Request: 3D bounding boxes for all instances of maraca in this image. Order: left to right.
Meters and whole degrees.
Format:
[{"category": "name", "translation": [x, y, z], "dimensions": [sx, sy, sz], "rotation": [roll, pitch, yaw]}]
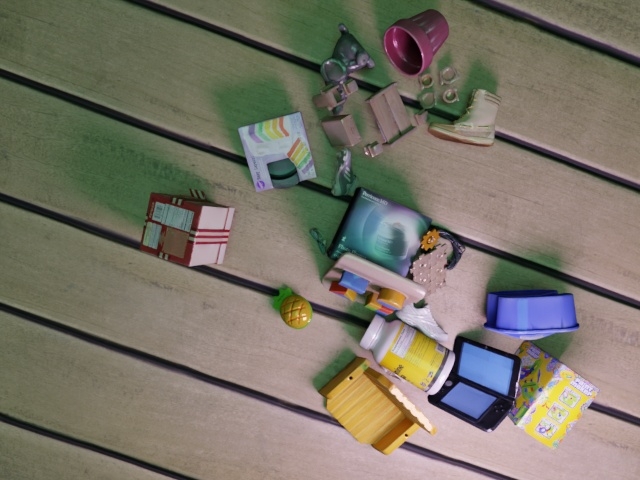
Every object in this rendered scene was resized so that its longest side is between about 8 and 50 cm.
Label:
[{"category": "maraca", "translation": [-0.111, 0.267, 1.823], "dimensions": [0.186, 0.099, 0.127], "rotation": [41, 92, 22]}]

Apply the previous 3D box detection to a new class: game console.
[{"category": "game console", "translation": [0.570, 0.529, 1.738], "dimensions": [0.250, 0.293, 0.173], "rotation": [-30, 113, -30]}]

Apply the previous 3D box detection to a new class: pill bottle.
[{"category": "pill bottle", "translation": [0.326, 0.428, 1.780], "dimensions": [0.334, 0.188, 0.187], "rotation": [29, 94, 11]}]

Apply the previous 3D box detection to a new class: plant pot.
[{"category": "plant pot", "translation": [0.362, -0.740, 1.694], "dimensions": [0.180, 0.201, 0.201], "rotation": [-43, 94, -13]}]

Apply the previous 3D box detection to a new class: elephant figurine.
[{"category": "elephant figurine", "translation": [0.070, -0.629, 1.721], "dimensions": [0.239, 0.169, 0.186], "rotation": [-39, 65, 18]}]

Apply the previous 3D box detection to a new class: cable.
[{"category": "cable", "translation": [0.473, 0.032, 1.834], "dimensions": [0.184, 0.047, 0.150], "rotation": [38, 99, -6]}]

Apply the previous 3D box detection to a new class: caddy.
[{"category": "caddy", "translation": [0.798, 0.289, 1.760], "dimensions": [0.342, 0.241, 0.179], "rotation": [-3, 91, 0]}]

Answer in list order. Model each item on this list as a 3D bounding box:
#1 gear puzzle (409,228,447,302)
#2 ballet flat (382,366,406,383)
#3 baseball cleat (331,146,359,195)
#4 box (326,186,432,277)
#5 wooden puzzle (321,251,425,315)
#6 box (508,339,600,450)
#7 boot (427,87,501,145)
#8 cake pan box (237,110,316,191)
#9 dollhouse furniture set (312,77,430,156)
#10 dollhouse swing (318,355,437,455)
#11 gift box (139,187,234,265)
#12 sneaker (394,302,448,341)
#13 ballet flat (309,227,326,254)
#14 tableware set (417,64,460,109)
[{"category": "gear puzzle", "translation": [0.398, 0.088, 1.740], "dimensions": [0.176, 0.044, 0.338], "rotation": [-27, 134, -16]}, {"category": "ballet flat", "translation": [0.287, 0.523, 1.869], "dimensions": [0.168, 0.057, 0.052], "rotation": [35, 105, -3]}, {"category": "baseball cleat", "translation": [0.103, -0.262, 1.762], "dimensions": [0.110, 0.072, 0.205], "rotation": [-2, 133, -21]}, {"category": "box", "translation": [0.216, -0.014, 1.756], "dimensions": [0.297, 0.183, 0.293], "rotation": [24, 93, -3]}, {"category": "wooden puzzle", "translation": [0.174, 0.186, 1.702], "dimensions": [0.322, 0.348, 0.080], "rotation": [25, 66, -3]}, {"category": "box", "translation": [0.831, 0.572, 1.759], "dimensions": [0.177, 0.290, 0.279], "rotation": [34, 95, -3]}, {"category": "boot", "translation": [0.550, -0.477, 1.758], "dimensions": [0.262, 0.095, 0.203], "rotation": [10, 95, -3]}, {"category": "cake pan box", "translation": [-0.160, -0.332, 1.758], "dimensions": [0.246, 0.070, 0.266], "rotation": [-12, 108, 2]}, {"category": "dollhouse furniture set", "translation": [0.187, -0.504, 1.744], "dimensions": [0.356, 0.174, 0.303], "rotation": [-35, 114, -16]}, {"category": "dollhouse swing", "translation": [0.211, 0.666, 1.756], "dimensions": [0.315, 0.305, 0.347], "rotation": [-43, 95, 3]}, {"category": "gift box", "translation": [-0.494, -0.058, 1.714], "dimensions": [0.277, 0.258, 0.255], "rotation": [21, 97, 17]}, {"category": "sneaker", "translation": [0.420, 0.313, 1.835], "dimensions": [0.232, 0.090, 0.115], "rotation": [31, 91, -4]}, {"category": "ballet flat", "translation": [0.000, 0.000, 1.826], "dimensions": [0.041, 0.041, 0.114], "rotation": [-31, 96, 2]}, {"category": "tableware set", "translation": [0.451, -0.584, 1.765], "dimensions": [0.169, 0.020, 0.141], "rotation": [-10, 88, 18]}]
